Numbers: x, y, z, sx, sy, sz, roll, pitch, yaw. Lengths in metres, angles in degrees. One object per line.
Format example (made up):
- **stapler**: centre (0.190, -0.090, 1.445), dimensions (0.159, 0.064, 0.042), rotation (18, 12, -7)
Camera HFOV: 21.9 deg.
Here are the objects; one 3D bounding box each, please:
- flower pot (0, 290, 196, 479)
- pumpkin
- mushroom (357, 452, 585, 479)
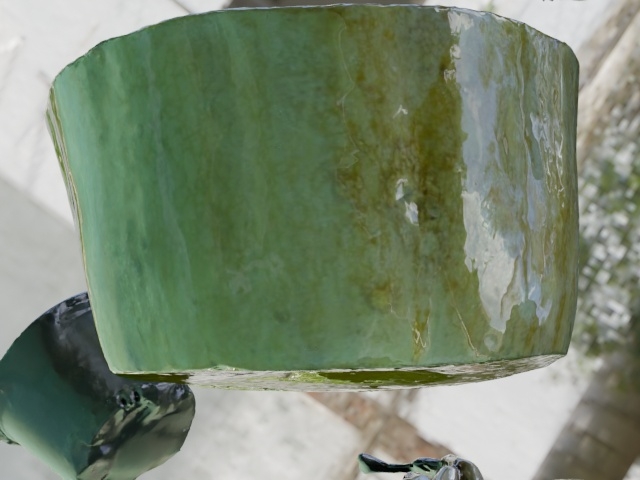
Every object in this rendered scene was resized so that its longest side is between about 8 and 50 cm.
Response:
- **flower pot**: centre (-0.173, 0.130, 1.316), dimensions (0.107, 0.157, 0.157), rotation (39, -14, 29)
- **pumpkin**: centre (0.000, 0.000, 0.975), dimensions (0.332, 0.199, 0.332), rotation (-3, -15, -1)
- **mushroom**: centre (0.087, 0.287, 1.273), dimensions (0.362, 0.362, 0.295), rotation (87, -18, -68)
